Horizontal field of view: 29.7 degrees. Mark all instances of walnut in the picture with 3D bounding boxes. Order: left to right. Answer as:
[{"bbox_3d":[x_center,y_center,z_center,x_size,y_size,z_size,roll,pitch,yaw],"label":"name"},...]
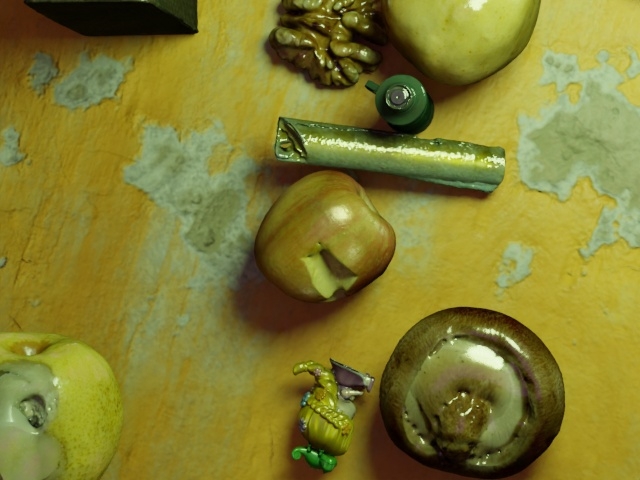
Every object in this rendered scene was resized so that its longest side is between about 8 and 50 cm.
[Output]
[{"bbox_3d":[0.011,-0.299,1.748,0.170,0.069,0.142,18,90,7],"label":"walnut"}]

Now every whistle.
[{"bbox_3d":[0.097,-0.122,1.699,0.327,0.057,0.067,8,67,-5],"label":"whistle"}]

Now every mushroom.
[{"bbox_3d":[0.207,0.211,1.662,0.253,0.153,0.253,0,92,10],"label":"mushroom"}]

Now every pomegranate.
[{"bbox_3d":[0.188,-0.326,1.647,0.233,0.233,0.233,0,89,9],"label":"pomegranate"}]

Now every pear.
[{"bbox_3d":[-0.414,0.260,1.735,0.271,0.271,0.271,0,89,9],"label":"pear"}]

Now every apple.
[{"bbox_3d":[0.000,0.000,1.693,0.199,0.199,0.199,0,89,9],"label":"apple"}]

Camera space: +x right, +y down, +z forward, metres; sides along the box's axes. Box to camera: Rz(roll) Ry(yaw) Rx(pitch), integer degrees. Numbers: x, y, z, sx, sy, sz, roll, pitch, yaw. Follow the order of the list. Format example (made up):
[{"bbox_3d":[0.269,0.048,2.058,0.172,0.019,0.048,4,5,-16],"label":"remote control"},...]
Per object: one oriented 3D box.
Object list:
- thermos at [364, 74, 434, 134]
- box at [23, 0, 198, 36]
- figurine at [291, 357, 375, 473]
[{"bbox_3d":[0.114,-0.193,1.667,0.073,0.188,0.083,-28,86,7],"label":"thermos"},{"bbox_3d":[-0.287,-0.376,1.694,0.184,0.273,0.143,0,89,9],"label":"box"},{"bbox_3d":[-0.002,0.245,1.725,0.115,0.095,0.156,21,89,-2],"label":"figurine"}]
